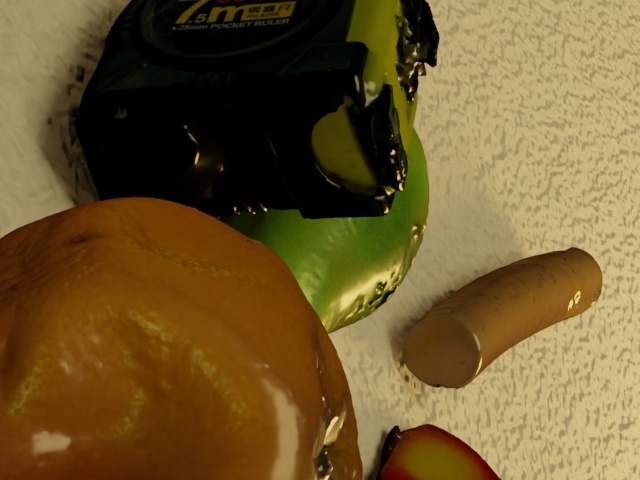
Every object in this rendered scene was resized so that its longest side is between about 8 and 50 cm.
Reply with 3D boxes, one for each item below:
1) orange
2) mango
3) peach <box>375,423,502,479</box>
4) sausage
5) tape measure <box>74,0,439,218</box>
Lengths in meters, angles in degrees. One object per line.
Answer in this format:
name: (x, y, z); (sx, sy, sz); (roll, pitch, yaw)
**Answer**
orange: (-0.071, 0.107, 0.873); (0.249, 0.183, 0.249); (6, 90, -77)
mango: (0.000, 0.000, 1.153); (0.125, 0.111, 0.233); (54, 35, -25)
peach: (0.100, 0.256, 1.254); (0.189, 0.068, 0.279); (2, 76, -59)
sausage: (0.146, 0.051, 1.435); (0.301, 0.065, 0.066); (-18, 93, -63)
tape measure: (-0.028, -0.089, 1.063); (0.186, 0.199, 0.112); (-76, 158, -48)
